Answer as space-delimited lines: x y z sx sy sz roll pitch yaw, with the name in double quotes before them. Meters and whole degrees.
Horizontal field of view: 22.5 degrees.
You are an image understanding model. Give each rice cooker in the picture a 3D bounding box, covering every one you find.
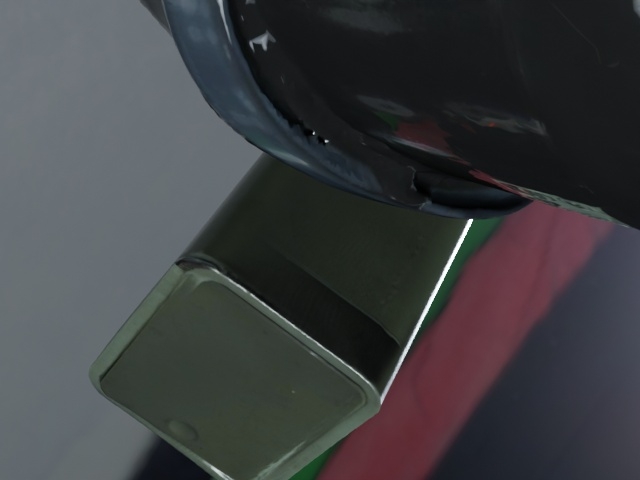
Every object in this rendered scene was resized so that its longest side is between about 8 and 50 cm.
"rice cooker" 0.085 -0.121 0.451 0.224 0.267 0.267 16 -110 36

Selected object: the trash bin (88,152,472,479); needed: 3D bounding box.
"trash bin" 0.000 0.000 0.894 0.164 0.122 0.240 -46 -172 50
